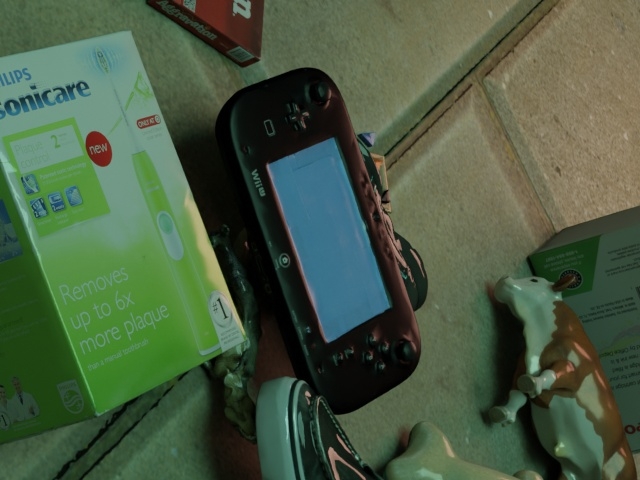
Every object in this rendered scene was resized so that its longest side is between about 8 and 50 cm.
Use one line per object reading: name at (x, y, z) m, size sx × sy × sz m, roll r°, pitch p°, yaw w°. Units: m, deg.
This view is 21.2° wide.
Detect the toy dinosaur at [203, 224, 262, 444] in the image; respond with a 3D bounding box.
toy dinosaur at (-0.085, 0.056, 1.570) m, size 0.118 × 0.064 × 0.268 m, roll 46°, pitch 40°, yaw -45°

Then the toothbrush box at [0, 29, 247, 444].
toothbrush box at (-0.206, -0.007, 1.378) m, size 0.206 × 0.122 × 0.283 m, roll -23°, pitch 92°, yaw -55°

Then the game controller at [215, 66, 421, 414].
game controller at (0.000, 0.000, 1.606) m, size 0.166 × 0.067 × 0.319 m, roll -28°, pitch 101°, yaw -54°

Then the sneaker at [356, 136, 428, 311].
sneaker at (0.020, -0.012, 1.706) m, size 0.267 × 0.101 × 0.106 m, roll 56°, pitch 41°, yaw -20°

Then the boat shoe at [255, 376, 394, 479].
boat shoe at (0.042, 0.264, 1.557) m, size 0.121 × 0.119 × 0.335 m, roll -66°, pitch 138°, yaw -61°

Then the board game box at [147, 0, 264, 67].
board game box at (-0.108, -0.329, 1.737) m, size 0.145 × 0.027 × 0.281 m, roll 31°, pitch 51°, yaw -45°

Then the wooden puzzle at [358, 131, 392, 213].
wooden puzzle at (0.054, -0.065, 1.850) m, size 0.078 × 0.014 × 0.116 m, roll 4°, pitch 72°, yaw -53°

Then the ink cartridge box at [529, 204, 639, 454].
ink cartridge box at (0.410, 0.103, 2.094) m, size 0.117 × 0.201 × 0.278 m, roll -33°, pitch 102°, yaw -54°

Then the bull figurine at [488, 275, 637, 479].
bull figurine at (0.276, 0.189, 1.966) m, size 0.188 × 0.101 × 0.310 m, roll -35°, pitch 102°, yaw -50°

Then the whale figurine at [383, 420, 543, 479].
whale figurine at (0.168, 0.315, 1.762) m, size 0.272 × 0.141 × 0.216 m, roll 41°, pitch 39°, yaw -1°
